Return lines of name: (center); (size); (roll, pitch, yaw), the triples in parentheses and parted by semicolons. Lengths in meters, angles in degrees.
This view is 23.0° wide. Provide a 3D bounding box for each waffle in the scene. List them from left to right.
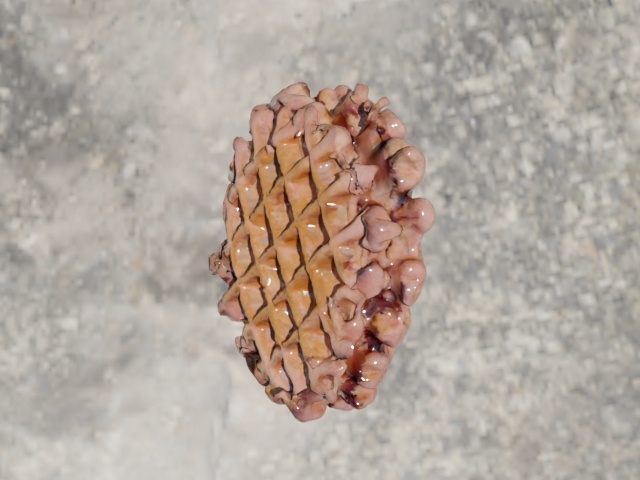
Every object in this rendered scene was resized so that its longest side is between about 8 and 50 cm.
waffle: (0.000, 0.000, 0.388); (0.029, 0.075, 0.083); (-2, 114, -32)
